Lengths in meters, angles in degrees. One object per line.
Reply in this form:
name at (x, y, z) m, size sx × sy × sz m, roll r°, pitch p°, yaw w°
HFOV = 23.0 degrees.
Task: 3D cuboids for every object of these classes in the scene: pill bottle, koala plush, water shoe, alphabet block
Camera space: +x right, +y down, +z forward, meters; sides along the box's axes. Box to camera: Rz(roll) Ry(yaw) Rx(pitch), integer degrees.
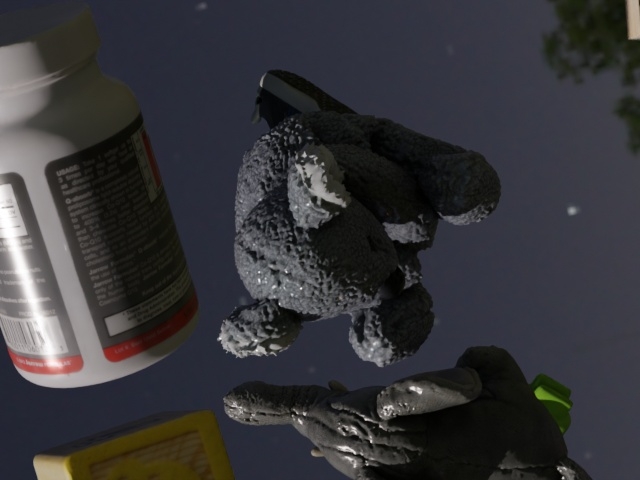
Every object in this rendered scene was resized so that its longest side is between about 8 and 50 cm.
pill bottle at (-0.268, -0.049, 1.635) m, size 0.210 × 0.210 × 0.362 m, roll -55°, pitch -46°, yaw -60°
koala plush at (0.000, 0.000, 1.209) m, size 0.196 × 0.203 × 0.221 m, roll -65°, pitch -10°, yaw 21°
water shoe at (-0.004, -0.125, 1.824) m, size 0.073 × 0.203 × 0.080 m, roll 3°, pitch -62°, yaw -41°
alphabet block at (-0.216, 0.318, 1.902) m, size 0.193 × 0.197 × 0.192 m, roll -19°, pitch -88°, yaw -22°

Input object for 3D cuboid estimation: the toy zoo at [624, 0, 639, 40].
toy zoo at (0.531, -0.354, 2.125) m, size 0.293 × 0.030 × 0.192 m, roll 1°, pitch -99°, yaw -28°

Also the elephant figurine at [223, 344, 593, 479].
elephant figurine at (0.073, 0.171, 1.313) m, size 0.239 × 0.186 × 0.169 m, roll 8°, pitch -124°, yaw -37°

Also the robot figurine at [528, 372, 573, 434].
robot figurine at (0.207, 0.192, 1.592) m, size 0.067 × 0.115 × 0.101 m, roll 29°, pitch -157°, yaw -9°
